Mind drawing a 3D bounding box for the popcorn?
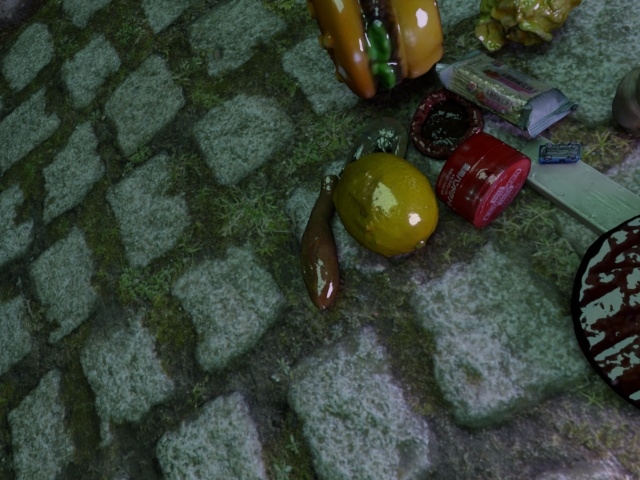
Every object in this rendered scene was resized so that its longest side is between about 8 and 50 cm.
[{"bbox_3d":[0.509,-0.579,1.137,0.235,0.181,0.217,39,92,34],"label":"popcorn"}]

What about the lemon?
[{"bbox_3d":[0.154,-0.088,1.102,0.233,0.233,0.288,-45,65,4],"label":"lemon"}]

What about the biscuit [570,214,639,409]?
[{"bbox_3d":[0.689,0.134,0.851,0.406,0.091,0.408,-3,82,19],"label":"biscuit"}]

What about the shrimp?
[{"bbox_3d":[0.148,-0.222,1.248,0.145,0.059,0.254,26,79,19],"label":"shrimp"}]

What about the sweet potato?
[{"bbox_3d":[0.000,0.000,1.214,0.109,0.109,0.386,-9,64,21],"label":"sweet potato"}]

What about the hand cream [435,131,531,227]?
[{"bbox_3d":[0.367,-0.138,1.044,0.193,0.193,0.125,-49,57,2],"label":"hand cream"}]

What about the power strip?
[{"bbox_3d":[0.582,-0.111,1.024,0.106,0.043,0.367,-45,62,3],"label":"power strip"}]

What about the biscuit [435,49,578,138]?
[{"bbox_3d":[0.450,-0.370,1.128,0.186,0.079,0.309,-30,56,-26],"label":"biscuit"}]

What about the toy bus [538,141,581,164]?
[{"bbox_3d":[0.532,-0.192,1.023,0.083,0.046,0.038,3,73,27],"label":"toy bus"}]

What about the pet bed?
[{"bbox_3d":[0.326,-0.302,1.197,0.201,0.053,0.201,-6,76,23],"label":"pet bed"}]

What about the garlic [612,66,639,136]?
[{"bbox_3d":[0.739,-0.317,0.940,0.218,0.218,0.212,29,86,29],"label":"garlic"}]

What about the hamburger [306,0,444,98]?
[{"bbox_3d":[0.126,-0.561,1.189,0.277,0.396,0.396,-22,65,8],"label":"hamburger"}]
